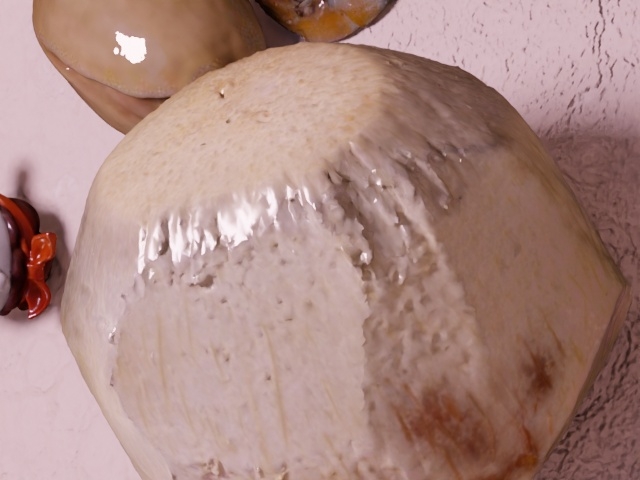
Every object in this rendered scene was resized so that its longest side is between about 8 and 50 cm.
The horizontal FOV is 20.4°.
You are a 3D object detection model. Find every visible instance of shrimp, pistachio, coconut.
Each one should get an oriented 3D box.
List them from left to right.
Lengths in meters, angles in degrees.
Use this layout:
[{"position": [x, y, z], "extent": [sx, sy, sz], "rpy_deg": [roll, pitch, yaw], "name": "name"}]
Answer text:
[{"position": [-0.157, -0.194, 1.585], "extent": [0.293, 0.181, 0.162], "rpy_deg": [46, 151, 36], "name": "pistachio"}, {"position": [-0.012, -0.242, 1.547], "extent": [0.187, 0.051, 0.132], "rpy_deg": [12, 90, 35], "name": "shrimp"}, {"position": [0.026, 0.065, 1.287], "extent": [0.415, 0.415, 0.345], "rpy_deg": [-18, 34, 34], "name": "coconut"}]

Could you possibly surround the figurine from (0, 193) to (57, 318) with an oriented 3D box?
[{"position": [-0.344, -0.001, 1.713], "extent": [0.226, 0.160, 0.183], "rpy_deg": [16, 93, 28], "name": "figurine"}]
